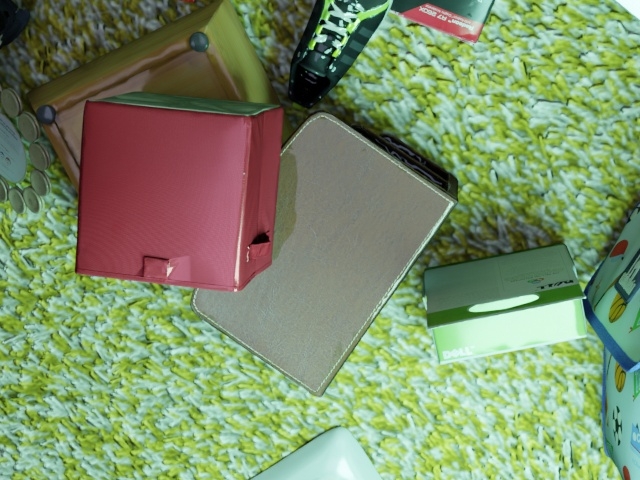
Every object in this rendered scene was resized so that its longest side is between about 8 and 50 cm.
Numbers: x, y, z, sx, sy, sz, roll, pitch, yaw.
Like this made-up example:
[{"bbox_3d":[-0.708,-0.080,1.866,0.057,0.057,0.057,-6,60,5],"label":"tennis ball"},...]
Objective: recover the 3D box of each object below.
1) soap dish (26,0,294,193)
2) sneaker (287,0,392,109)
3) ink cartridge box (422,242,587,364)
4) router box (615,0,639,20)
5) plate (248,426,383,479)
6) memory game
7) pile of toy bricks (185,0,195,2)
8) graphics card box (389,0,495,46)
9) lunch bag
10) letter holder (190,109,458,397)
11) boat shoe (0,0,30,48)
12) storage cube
[{"bbox_3d":[-0.196,-0.137,1.626,0.290,0.118,0.229,-24,101,11],"label":"soap dish"},{"bbox_3d":[0.019,-0.235,1.544,0.084,0.097,0.235,23,143,-3],"label":"sneaker"},{"bbox_3d":[0.222,0.091,1.578,0.188,0.255,0.097,-11,103,7],"label":"ink cartridge box"},{"bbox_3d":[0.385,-0.392,1.370,0.335,0.082,0.301,35,121,-15],"label":"router box"},{"bbox_3d":[-0.007,0.432,1.787,0.277,0.045,0.278,-33,99,12],"label":"plate"},{"bbox_3d":[-0.394,-0.119,1.642,0.186,0.012,0.186,26,129,36],"label":"memory game"},{"bbox_3d":[-0.134,-0.388,1.567,0.118,0.105,0.212,8,104,2],"label":"pile of toy bricks"},{"bbox_3d":[0.143,-0.433,1.487,0.232,0.094,0.371,21,125,0],"label":"graphics card box"},{"bbox_3d":[0.445,0.137,1.539,0.238,0.328,0.386,-2,104,1],"label":"lunch bag"},{"bbox_3d":[0.000,0.000,1.630,0.214,0.152,0.302,34,104,-2],"label":"letter holder"},{"bbox_3d":[-0.501,-0.216,1.640,0.340,0.158,0.127,-20,108,37],"label":"boat shoe"},{"bbox_3d":[-0.157,-0.061,1.473,0.215,0.183,0.193,7,100,9],"label":"storage cube"}]
